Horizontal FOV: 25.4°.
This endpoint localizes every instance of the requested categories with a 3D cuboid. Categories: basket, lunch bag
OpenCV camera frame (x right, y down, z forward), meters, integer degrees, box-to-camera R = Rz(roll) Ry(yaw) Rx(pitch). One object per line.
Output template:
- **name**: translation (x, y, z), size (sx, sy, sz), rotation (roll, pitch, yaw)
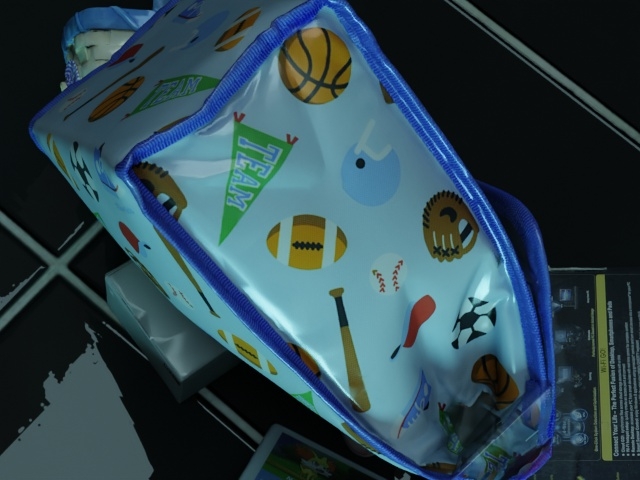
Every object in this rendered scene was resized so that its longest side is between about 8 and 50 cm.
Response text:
- **basket**: translation (-0.138, -0.184, 1.322), size (0.201, 0.255, 0.289), rotation (9, 79, -9)
- **lunch bag**: translation (0.000, 0.000, 1.101), size (0.239, 0.328, 0.385), rotation (-41, 111, -8)

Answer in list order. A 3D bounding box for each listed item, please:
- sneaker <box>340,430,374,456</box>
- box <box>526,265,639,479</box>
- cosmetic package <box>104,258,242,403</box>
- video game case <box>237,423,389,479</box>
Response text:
- **sneaker**: translation (0.019, 0.134, 1.314), size (0.051, 0.070, 0.134), rotation (-29, 74, -13)
- **box**: translation (0.278, 0.184, 1.189), size (0.318, 0.097, 0.395), rotation (0, 43, 8)
- **cosmetic package**: translation (-0.071, 0.032, 1.328), size (0.238, 0.107, 0.127), rotation (-33, 77, -13)
- **video game case**: translation (0.056, 0.309, 1.173), size (0.329, 0.036, 0.300), rotation (26, 28, 5)
